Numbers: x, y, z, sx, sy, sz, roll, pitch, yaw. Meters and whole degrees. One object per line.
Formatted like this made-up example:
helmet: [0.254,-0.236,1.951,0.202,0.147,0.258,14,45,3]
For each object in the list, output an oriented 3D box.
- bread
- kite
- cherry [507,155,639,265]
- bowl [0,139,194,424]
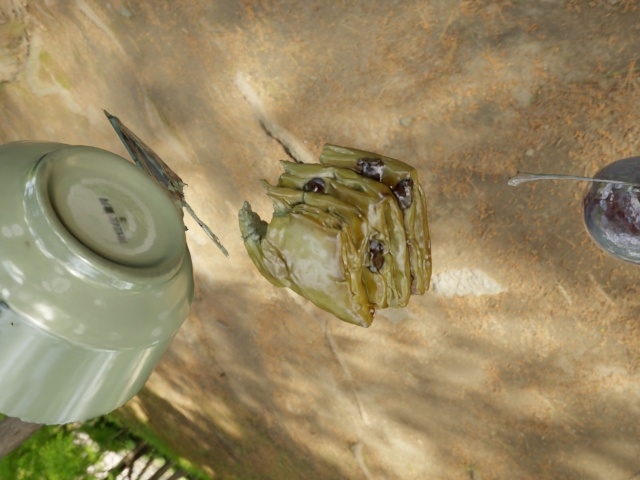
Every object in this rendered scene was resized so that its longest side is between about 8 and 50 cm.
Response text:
bread: [0.000,0.000,0.963,0.369,0.192,0.314,10,137,30]
kite: [-0.287,-0.104,1.037,0.368,0.014,0.406,53,-179,-24]
cherry: [0.298,-0.034,0.535,0.188,0.148,0.115,6,119,31]
bowl: [-0.175,0.009,0.389,0.112,0.211,0.211,-39,87,27]
